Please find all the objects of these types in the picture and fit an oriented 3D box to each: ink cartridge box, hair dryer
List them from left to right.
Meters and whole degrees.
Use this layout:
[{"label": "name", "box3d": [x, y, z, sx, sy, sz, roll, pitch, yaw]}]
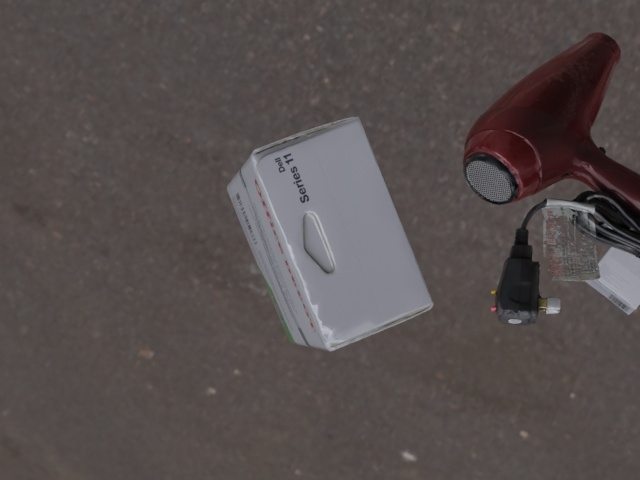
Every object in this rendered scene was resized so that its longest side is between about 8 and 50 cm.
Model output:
[{"label": "ink cartridge box", "box3d": [0.000, 0.000, 0.881, 0.208, 0.086, 0.153, 164, 84, -80]}, {"label": "hair dryer", "box3d": [0.225, -0.046, 0.933, 0.223, 0.294, 0.080, 6, 153, -14]}, {"label": "ink cartridge box", "box3d": [0.351, 0.018, 1.252, 0.063, 0.115, 0.029, 39, 167, 12]}]
